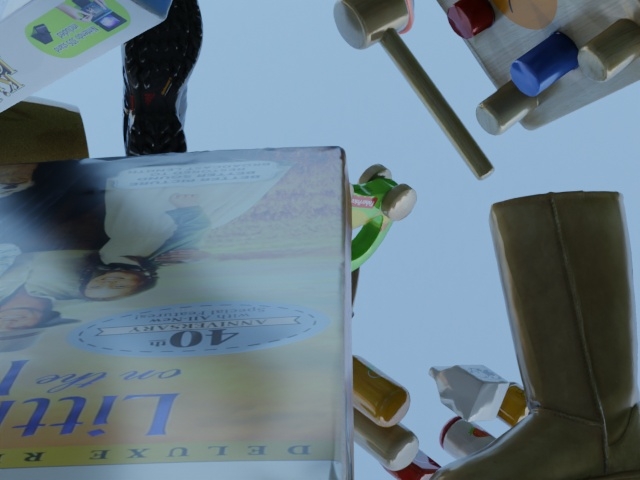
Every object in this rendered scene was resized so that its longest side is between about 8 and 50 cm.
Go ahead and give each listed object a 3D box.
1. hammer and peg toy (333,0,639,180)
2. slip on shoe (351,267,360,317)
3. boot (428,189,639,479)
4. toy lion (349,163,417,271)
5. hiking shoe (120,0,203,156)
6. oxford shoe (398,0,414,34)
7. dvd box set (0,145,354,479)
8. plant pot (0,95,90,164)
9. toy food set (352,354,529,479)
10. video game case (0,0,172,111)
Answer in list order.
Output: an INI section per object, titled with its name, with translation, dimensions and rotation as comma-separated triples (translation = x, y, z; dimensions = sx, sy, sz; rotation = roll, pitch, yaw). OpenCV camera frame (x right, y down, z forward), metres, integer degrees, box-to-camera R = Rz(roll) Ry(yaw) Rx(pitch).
[hammer and peg toy]
translation = 0.170, -0.220, 1.379
dimensions = 0.127, 0.361, 0.266
rotation = -37, -86, -24
[slip on shoe]
translation = 0.014, 0.076, 1.437
dimensions = 0.041, 0.135, 0.051
rotation = -12, -154, -30
[boot]
translation = 0.177, 0.097, 1.276
dimensions = 0.236, 0.089, 0.269
rotation = -2, -102, -27
[toy lion]
translation = 0.000, 0.000, 0.871
dimensions = 0.034, 0.100, 0.096
rotation = 41, -67, 34
[hiking shoe]
translation = -0.179, -0.167, 1.560
dimensions = 0.086, 0.114, 0.226
rotation = 7, -92, -18
[oxford shoe]
translation = 0.062, -0.364, 1.692
dimensions = 0.097, 0.271, 0.098
rotation = 5, -139, 35
[dvd box set]
translation = -0.138, 0.043, 0.617
dimensions = 0.308, 0.420, 0.062
rotation = -3, -73, 3
[plant pot]
translation = -0.384, -0.072, 1.622
dimensions = 0.254, 0.237, 0.237
rotation = -8, -117, -14
[toy food set]
translation = 0.090, 0.155, 1.356
dimensions = 0.104, 0.232, 0.111
rotation = 34, -69, 41
[video game case]
translation = -0.147, -0.223, 0.967
dimensions = 0.244, 0.061, 0.269
rotation = -17, -133, 48
